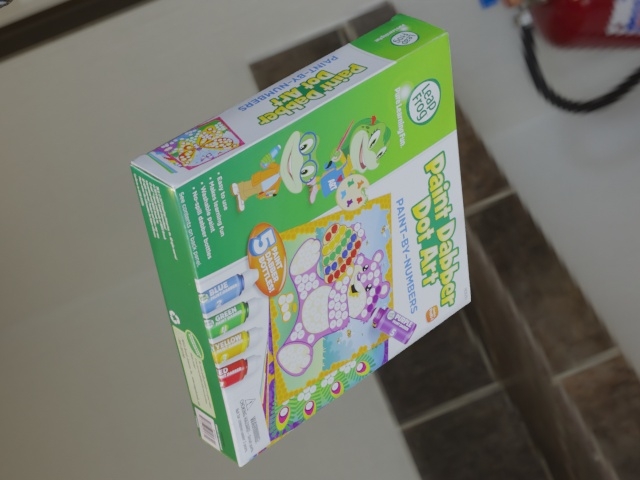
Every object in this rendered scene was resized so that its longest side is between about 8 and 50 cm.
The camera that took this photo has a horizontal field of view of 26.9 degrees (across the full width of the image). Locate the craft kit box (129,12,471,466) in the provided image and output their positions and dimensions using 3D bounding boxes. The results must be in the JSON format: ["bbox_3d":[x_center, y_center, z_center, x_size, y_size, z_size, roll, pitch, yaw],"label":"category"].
[{"bbox_3d":[0.000,0.000,0.962,0.061,0.247,0.250,27,140,39],"label":"craft kit box"}]

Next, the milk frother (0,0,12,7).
[{"bbox_3d":[-0.301,-0.232,1.020,0.129,0.143,0.134,-5,-96,-71],"label":"milk frother"}]
